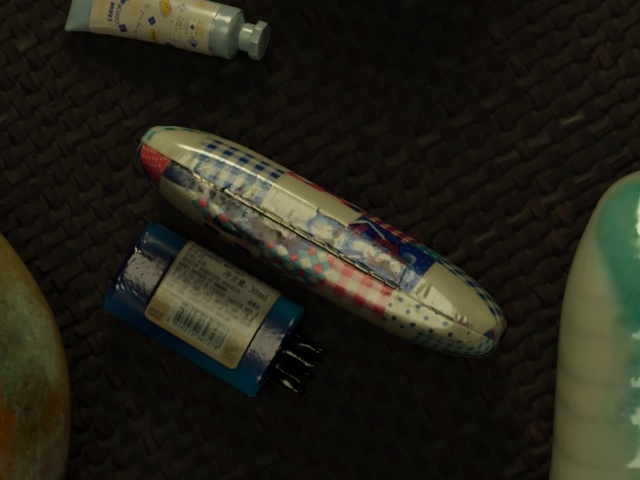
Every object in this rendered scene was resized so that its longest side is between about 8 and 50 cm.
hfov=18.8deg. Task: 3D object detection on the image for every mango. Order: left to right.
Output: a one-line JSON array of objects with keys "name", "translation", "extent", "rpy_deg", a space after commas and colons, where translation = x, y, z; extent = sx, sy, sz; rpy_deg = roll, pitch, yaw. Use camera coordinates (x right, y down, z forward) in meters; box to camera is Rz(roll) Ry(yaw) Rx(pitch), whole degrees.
[{"name": "mango", "translation": [-0.315, 0.084, 1.542], "extent": [0.199, 0.221, 0.384], "rpy_deg": [-35, 66, 41]}]

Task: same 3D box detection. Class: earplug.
[{"name": "earplug", "translation": [0.258, 0.106, 1.491], "extent": [0.185, 0.185, 0.324], "rpy_deg": [2, 82, 8]}]

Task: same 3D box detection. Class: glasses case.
[{"name": "glasses case", "translation": [0.000, 0.000, 1.537], "extent": [0.327, 0.125, 0.076], "rpy_deg": [29, 94, 7]}]

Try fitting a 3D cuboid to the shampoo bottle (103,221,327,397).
[{"name": "shampoo bottle", "translation": [-0.081, 0.064, 1.586], "extent": [0.183, 0.050, 0.087], "rpy_deg": [30, 91, 8]}]

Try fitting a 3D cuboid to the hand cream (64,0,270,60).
[{"name": "hand cream", "translation": [-0.126, -0.184, 1.598], "extent": [0.170, 0.043, 0.065], "rpy_deg": [15, 92, 10]}]
